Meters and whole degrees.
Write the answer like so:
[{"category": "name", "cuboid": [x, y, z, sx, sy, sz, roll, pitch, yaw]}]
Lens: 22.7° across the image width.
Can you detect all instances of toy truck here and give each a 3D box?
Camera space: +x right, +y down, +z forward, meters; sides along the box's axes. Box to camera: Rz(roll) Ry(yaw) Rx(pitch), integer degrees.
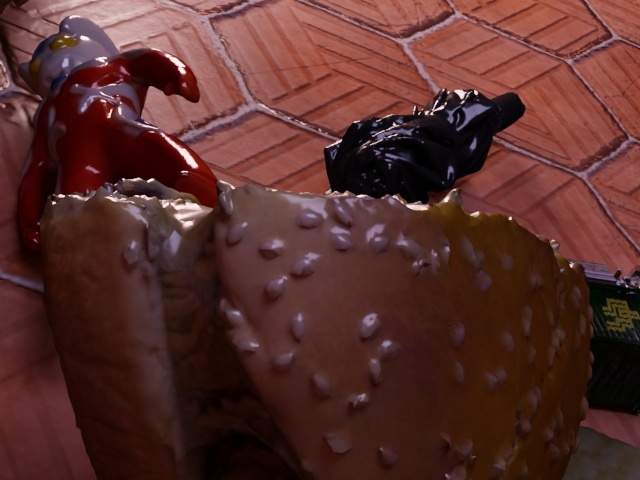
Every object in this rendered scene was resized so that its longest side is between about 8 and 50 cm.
[{"category": "toy truck", "cuboid": [0.230, 0.076, 1.404, 0.259, 0.088, 0.121, 8, 37, -24]}]

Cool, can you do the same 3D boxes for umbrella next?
[{"category": "umbrella", "cuboid": [0.119, -0.093, 1.550, 0.118, 0.118, 0.340, 38, 31, 15]}]

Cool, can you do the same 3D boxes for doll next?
[{"category": "doll", "cuboid": [-0.173, -0.079, 1.262, 0.099, 0.188, 0.384, 44, 8, -30]}]

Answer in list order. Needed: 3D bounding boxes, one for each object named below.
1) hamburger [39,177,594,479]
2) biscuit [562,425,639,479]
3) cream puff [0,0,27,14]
[{"category": "hamburger", "cuboid": [0.021, 0.116, 1.011, 0.268, 0.287, 0.445, 1, -7, 21]}, {"category": "biscuit", "cuboid": [0.281, 0.244, 1.257, 0.273, 0.036, 0.187, 26, 33, -3]}, {"category": "cream puff", "cuboid": [-0.363, -0.326, 1.397, 0.343, 0.231, 0.327, -4, 53, -46]}]
